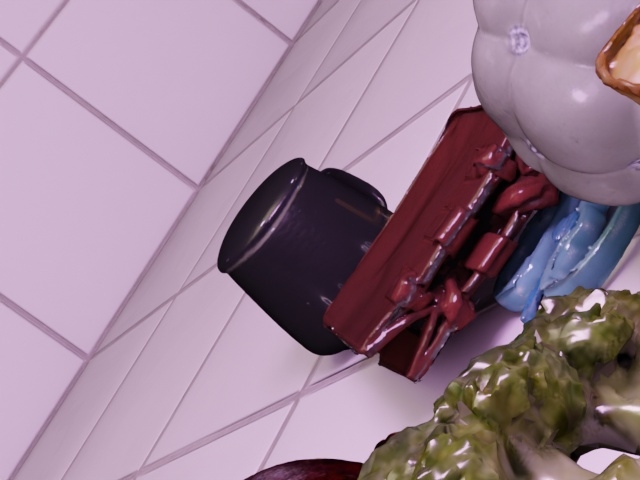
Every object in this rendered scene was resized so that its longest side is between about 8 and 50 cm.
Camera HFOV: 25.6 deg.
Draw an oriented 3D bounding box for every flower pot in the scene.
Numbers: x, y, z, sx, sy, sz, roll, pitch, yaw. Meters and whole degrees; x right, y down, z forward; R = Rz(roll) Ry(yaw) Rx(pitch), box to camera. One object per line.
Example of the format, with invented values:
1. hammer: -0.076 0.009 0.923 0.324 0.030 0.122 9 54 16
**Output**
1. flower pot: 0.218 -0.143 0.913 0.246 0.246 0.195 -59 5 -25

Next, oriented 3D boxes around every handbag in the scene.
1. handbag: 0.107 -0.002 1.220 0.260 0.084 0.275 -55 6 -4

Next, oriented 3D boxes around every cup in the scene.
1. cup: 0.000 0.000 1.477 0.169 0.176 0.223 -47 14 39

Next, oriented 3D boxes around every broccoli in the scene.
1. broccoli: 0.155 0.127 0.614 0.302 0.186 0.254 -27 27 -16

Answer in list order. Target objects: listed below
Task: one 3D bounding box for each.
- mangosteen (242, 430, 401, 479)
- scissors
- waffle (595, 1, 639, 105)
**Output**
1. mangosteen: 0.016 0.214 0.802 0.210 0.210 0.210 -50 13 15
2. scissors: 0.248 -0.091 1.141 0.393 0.032 0.180 -58 13 -24
3. waffle: 0.332 -0.172 0.679 0.348 0.077 0.304 -53 37 -5
